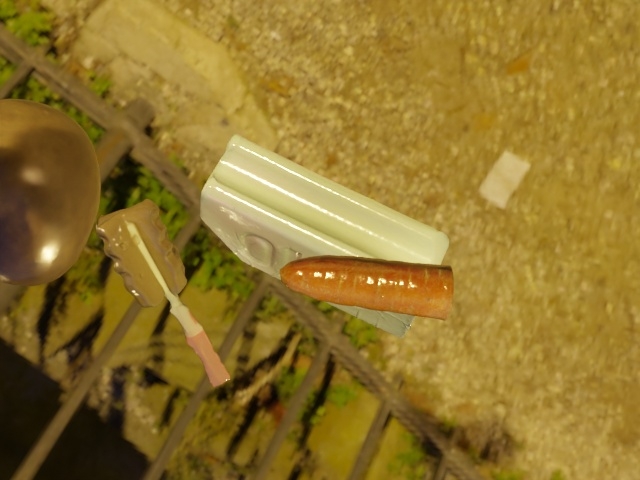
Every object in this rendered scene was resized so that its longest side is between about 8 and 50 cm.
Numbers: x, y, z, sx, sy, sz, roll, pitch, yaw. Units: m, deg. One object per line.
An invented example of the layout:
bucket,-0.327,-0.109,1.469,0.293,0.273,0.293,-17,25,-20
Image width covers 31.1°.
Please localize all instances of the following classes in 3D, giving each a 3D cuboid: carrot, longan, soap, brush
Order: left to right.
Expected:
longan,-0.476,-0.069,1.773,0.243,0.300,0.300,1,135,48
brush,-0.188,0.081,1.479,0.084,0.071,0.301,-23,122,3
soap,0.000,0.000,1.396,0.289,0.095,0.173,26,158,4
carrot,0.036,0.033,0.925,0.139,0.048,0.048,8,138,-2
